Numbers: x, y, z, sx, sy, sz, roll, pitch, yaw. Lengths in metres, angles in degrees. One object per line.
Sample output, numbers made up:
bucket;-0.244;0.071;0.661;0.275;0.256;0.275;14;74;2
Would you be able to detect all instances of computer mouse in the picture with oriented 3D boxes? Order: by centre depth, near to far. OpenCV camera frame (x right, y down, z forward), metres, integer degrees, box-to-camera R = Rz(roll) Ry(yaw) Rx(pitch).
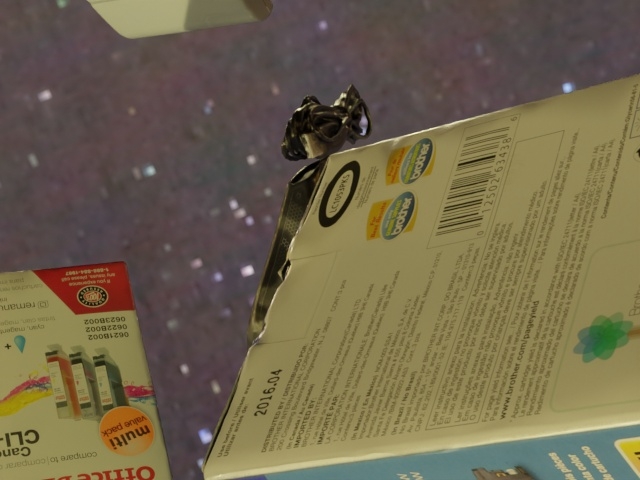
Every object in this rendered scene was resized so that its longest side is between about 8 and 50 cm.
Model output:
computer mouse;0.000;0.000;1.546;0.072;0.272;0.188;18;-163;13

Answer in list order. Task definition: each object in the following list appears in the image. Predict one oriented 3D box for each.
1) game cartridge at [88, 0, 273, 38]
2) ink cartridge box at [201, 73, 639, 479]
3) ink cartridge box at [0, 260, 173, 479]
game cartridge;-0.191;-0.317;1.589;0.198;0.297;0.062;-6;-138;33
ink cartridge box;0.107;0.058;0.985;0.395;0.151;0.270;-11;-138;36
ink cartridge box;-0.178;0.124;1.087;0.128;0.127;0.176;-6;-121;-19
